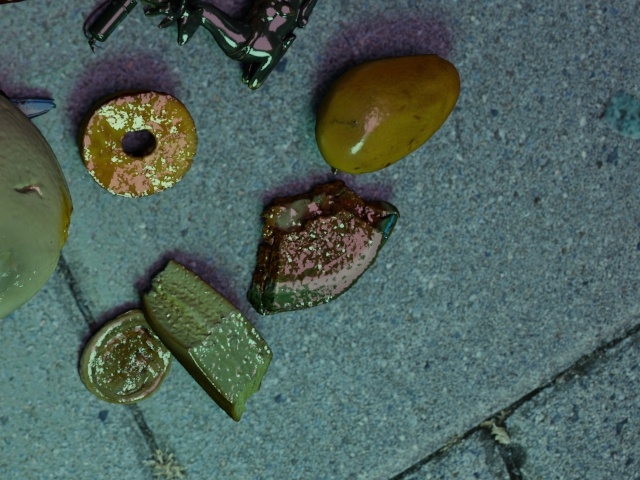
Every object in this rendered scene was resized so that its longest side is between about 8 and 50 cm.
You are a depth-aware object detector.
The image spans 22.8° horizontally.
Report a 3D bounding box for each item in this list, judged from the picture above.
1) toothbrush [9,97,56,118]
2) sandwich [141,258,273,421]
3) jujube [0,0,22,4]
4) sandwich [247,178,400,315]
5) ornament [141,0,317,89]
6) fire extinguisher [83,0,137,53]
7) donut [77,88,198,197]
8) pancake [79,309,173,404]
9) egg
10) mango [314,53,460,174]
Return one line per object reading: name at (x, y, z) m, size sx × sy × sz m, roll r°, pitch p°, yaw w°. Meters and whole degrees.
toothbrush at (-0.507, -0.141, 1.871) m, size 0.413 × 0.042 × 0.035 m, roll -8°, pitch 117°, yaw -27°
sandwich at (-0.140, 0.145, 2.130) m, size 0.094 × 0.096 × 0.258 m, roll -48°, pitch 123°, yaw -19°
jujube at (-0.324, -0.380, 1.791) m, size 0.318 × 0.223 × 0.223 m, roll -22°, pitch 117°, yaw -10°
sandwich at (0.010, 0.007, 2.175) m, size 0.235 × 0.079 × 0.159 m, roll -19°, pitch 116°, yaw -21°
ornament at (-0.120, -0.322, 1.988) m, size 0.236 × 0.080 × 0.202 m, roll 26°, pitch 98°, yaw -33°
fire extinguisher at (-0.264, -0.272, 1.962) m, size 0.038 × 0.025 × 0.083 m, roll 39°, pitch 86°, yaw 5°
donut at (-0.235, -0.126, 2.009) m, size 0.152 × 0.058 × 0.152 m, roll -9°, pitch 111°, yaw -24°
pancake at (-0.254, 0.158, 2.121) m, size 0.139 × 0.022 × 0.139 m, roll -10°, pitch 113°, yaw -25°
egg at (-0.424, -0.014, 1.827) m, size 0.337 × 0.201 × 0.337 m, roll -24°, pitch 128°, yaw -35°
mango at (0.092, -0.179, 2.136) m, size 0.227 × 0.109 × 0.147 m, roll -33°, pitch 116°, yaw -16°
